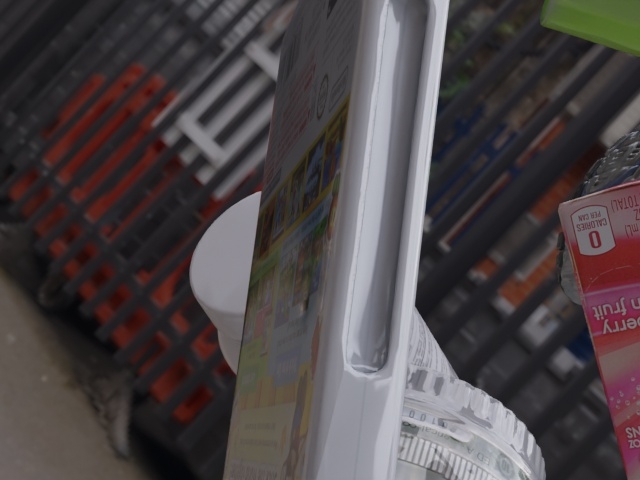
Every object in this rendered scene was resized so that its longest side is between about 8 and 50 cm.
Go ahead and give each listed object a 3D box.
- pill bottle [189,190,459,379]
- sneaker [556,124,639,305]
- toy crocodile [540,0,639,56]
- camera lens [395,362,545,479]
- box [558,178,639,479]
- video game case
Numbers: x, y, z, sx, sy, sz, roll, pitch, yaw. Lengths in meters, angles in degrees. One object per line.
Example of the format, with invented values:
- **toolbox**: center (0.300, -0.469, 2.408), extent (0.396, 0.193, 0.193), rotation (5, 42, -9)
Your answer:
- **pill bottle**: center (0.010, 0.093, 1.170), extent (0.160, 0.160, 0.283), rotation (44, -10, 48)
- **sneaker**: center (0.293, -0.056, 0.997), extent (0.129, 0.297, 0.111), rotation (43, -6, -10)
- **toy crocodile**: center (0.166, -0.189, 0.476), extent (0.115, 0.105, 0.340), rotation (21, -41, -5)
- **camera lens**: center (0.026, 0.244, 0.884), extent (0.219, 0.274, 0.219), rotation (13, -41, 11)
- **box**: center (0.291, 0.014, 0.658), extent (0.142, 0.300, 0.154), rotation (-12, 87, -63)
- **video game case**: center (0.000, 0.000, 0.444), extent (0.026, 0.206, 0.227), rotation (9, -9, -8)
